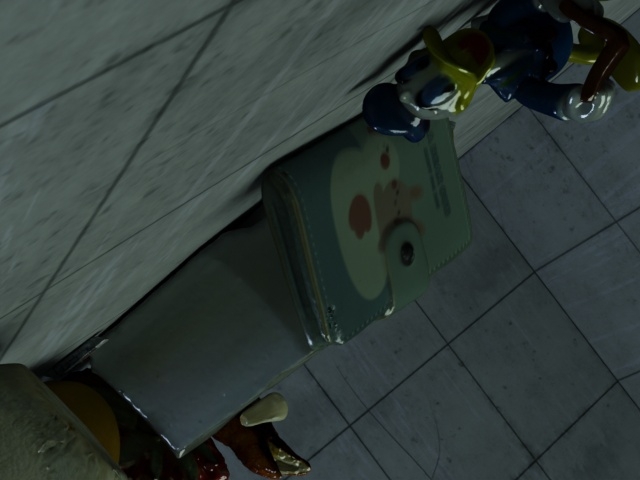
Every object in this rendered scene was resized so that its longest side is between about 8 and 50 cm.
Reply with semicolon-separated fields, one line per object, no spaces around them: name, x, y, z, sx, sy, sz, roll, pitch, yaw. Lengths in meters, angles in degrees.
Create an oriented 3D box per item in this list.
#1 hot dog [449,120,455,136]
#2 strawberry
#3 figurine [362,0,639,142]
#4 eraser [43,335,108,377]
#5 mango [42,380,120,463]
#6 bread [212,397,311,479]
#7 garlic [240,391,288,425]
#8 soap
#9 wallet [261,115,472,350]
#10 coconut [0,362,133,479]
hot dog;0.148;-0.133;2.180;0.162;0.082;0.270;-37;176;-27
strawberry;-0.331;0.390;1.914;0.345;0.317;0.295;-56;-168;30
figurine;0.208;-0.175;1.282;0.338;0.204;0.283;-24;-159;-9
eraser;-0.336;0.162;1.693;0.099;0.019;0.027;-38;177;0
mango;-0.383;0.306;1.581;0.264;0.221;0.378;-43;-175;18
bread;-0.134;0.289;1.950;0.095;0.269;0.139;-50;152;19
garlic;-0.074;0.237;1.714;0.053;0.041;0.083;-25;172;39
soap;-0.067;0.081;1.769;0.435;0.213;0.350;-40;174;34
wallet;0.070;-0.031;1.519;0.083;0.252;0.360;1;-158;39
coconut;-0.326;0.256;1.168;0.247;0.245;0.245;-43;178;-10
